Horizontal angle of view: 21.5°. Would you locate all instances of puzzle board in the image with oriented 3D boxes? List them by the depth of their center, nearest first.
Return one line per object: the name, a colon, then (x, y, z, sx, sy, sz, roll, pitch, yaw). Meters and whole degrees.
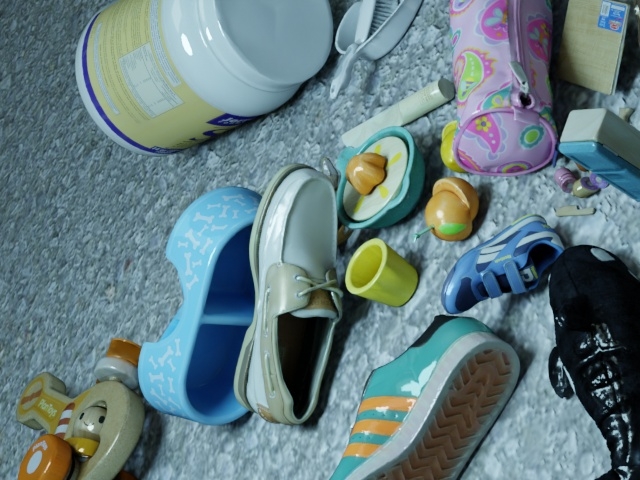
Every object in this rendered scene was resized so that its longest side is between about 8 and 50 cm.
puzzle board: (0.293, -0.213, 1.812, 0.128, 0.011, 0.096, -145, 63, -66)

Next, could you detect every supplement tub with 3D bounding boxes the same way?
supplement tub: (-0.164, -0.268, 2.351, 0.331, 0.241, 0.241, -19, 50, 48)

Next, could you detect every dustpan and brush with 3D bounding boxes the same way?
dustpan and brush: (0.058, -0.263, 2.193, 0.147, 0.060, 0.211, -17, 51, 49)

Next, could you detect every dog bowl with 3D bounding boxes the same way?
dog bowl: (-0.114, 0.087, 2.029, 0.074, 0.166, 0.297, 28, 106, 47)

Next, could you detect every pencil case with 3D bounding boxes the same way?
pencil case: (0.203, -0.203, 1.867, 0.124, 0.124, 0.284, -34, 39, 37)

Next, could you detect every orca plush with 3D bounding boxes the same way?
orca plush: (0.242, 0.107, 1.571, 0.151, 0.102, 0.287, -28, 44, 43)

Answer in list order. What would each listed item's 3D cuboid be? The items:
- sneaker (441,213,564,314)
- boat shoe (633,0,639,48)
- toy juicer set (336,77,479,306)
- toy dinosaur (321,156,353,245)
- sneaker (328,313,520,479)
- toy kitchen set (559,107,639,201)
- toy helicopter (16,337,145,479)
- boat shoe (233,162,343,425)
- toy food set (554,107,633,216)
sneaker: (0.188, 0.030, 1.731, 0.144, 0.053, 0.059, -37, 45, -8)
boat shoe: (0.348, -0.269, 1.736, 0.095, 0.095, 0.257, -30, 42, 41)
toy juicer set: (0.094, -0.094, 1.973, 0.209, 0.089, 0.329, -43, 34, 27)
toy dinosaur: (0.000, 0.000, 2.081, 0.112, 0.064, 0.211, 120, 169, -77)
sneaker: (0.079, 0.207, 1.735, 0.302, 0.108, 0.121, -51, 30, 0)
toy kitchen set: (0.314, -0.027, 1.558, 0.207, 0.122, 0.166, 0, 65, 56)
toy helicopter: (-0.330, 0.231, 2.285, 0.235, 0.140, 0.355, -62, 28, -6)
boat shoe: (-0.020, 0.065, 1.952, 0.103, 0.113, 0.302, 20, 106, 55)
toy food set: (0.277, -0.085, 1.761, 0.078, 0.019, 0.122, -3, 62, 55)
